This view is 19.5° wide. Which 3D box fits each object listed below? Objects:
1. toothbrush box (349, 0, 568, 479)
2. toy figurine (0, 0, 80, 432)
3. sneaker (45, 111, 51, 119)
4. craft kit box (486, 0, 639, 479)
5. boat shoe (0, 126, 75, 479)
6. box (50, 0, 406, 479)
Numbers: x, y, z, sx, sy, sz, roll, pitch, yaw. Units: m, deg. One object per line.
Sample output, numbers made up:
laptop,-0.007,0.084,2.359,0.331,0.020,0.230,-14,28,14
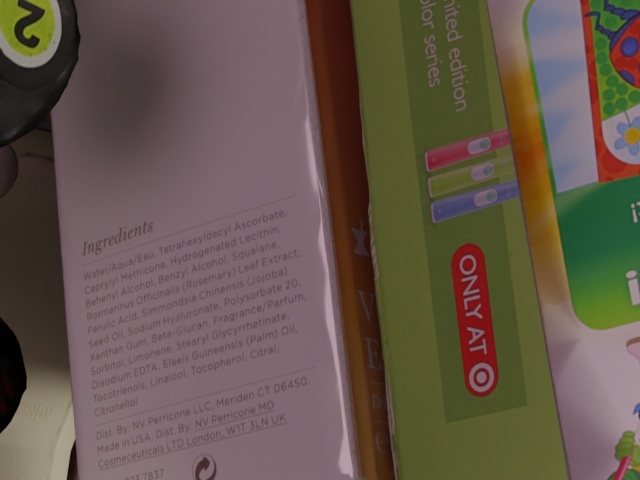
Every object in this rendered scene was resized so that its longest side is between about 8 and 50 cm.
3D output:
toothbrush box,0.161,0.001,0.429,0.283,0.122,0.206,-17,71,32
toy figurine,-0.175,-0.015,0.498,0.148,0.213,0.210,54,147,37
sneaker,-0.098,-0.080,0.669,0.185,0.083,0.070,35,129,58
craft kit box,0.155,-0.024,0.332,0.249,0.061,0.247,-18,67,31
boat shoe,-0.151,0.108,0.637,0.091,0.109,0.305,3,76,36
box,0.000,0.000,0.536,0.091,0.130,0.171,-17,71,32
